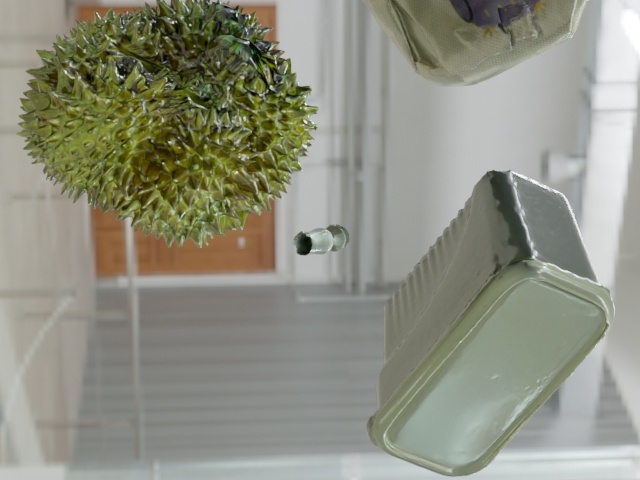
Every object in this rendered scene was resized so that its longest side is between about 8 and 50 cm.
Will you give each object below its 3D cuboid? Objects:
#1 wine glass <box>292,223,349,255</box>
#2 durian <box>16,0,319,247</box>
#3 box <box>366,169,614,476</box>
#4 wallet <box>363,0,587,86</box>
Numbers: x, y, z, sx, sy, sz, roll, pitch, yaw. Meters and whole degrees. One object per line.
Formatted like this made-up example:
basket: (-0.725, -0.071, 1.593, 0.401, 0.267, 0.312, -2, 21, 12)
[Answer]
wine glass: (0.000, 0.000, 1.967, 0.083, 0.042, 0.039, -8, 104, -58)
durian: (-0.144, -0.118, 1.480, 0.225, 0.291, 0.291, 89, -3, -50)
box: (0.156, 0.080, 1.459, 0.274, 0.138, 0.178, -52, -155, 32)
wallet: (0.120, -0.288, 1.489, 0.275, 0.068, 0.335, 56, -35, -8)
